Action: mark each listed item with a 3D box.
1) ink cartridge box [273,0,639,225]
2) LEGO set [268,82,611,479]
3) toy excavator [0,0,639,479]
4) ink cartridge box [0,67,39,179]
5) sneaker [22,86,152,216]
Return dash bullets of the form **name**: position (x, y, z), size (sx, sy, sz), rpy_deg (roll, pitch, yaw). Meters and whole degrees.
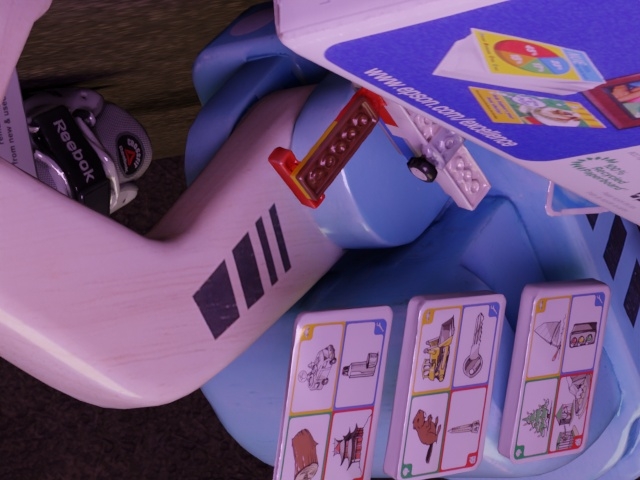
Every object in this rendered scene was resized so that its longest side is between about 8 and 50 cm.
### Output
- **ink cartridge box**: position (0.192, -0.076, 0.616), size (0.307, 0.072, 0.303), rpy_deg (-12, 162, 30)
- **LEGO set**: position (0.050, -0.026, 0.780), size (0.182, 0.244, 0.060), rpy_deg (-5, -163, -41)
- **toy excavator**: position (0.000, 0.000, 0.861), size (0.222, 0.433, 0.445), rpy_deg (-6, -149, 37)
- **ink cartridge box**: position (-0.253, -0.045, 0.971), size (0.203, 0.086, 0.148), rpy_deg (-11, -179, -13)
- **sneaker**: position (-0.190, -0.049, 1.312), size (0.146, 0.122, 0.330), rpy_deg (-19, -165, 3)
